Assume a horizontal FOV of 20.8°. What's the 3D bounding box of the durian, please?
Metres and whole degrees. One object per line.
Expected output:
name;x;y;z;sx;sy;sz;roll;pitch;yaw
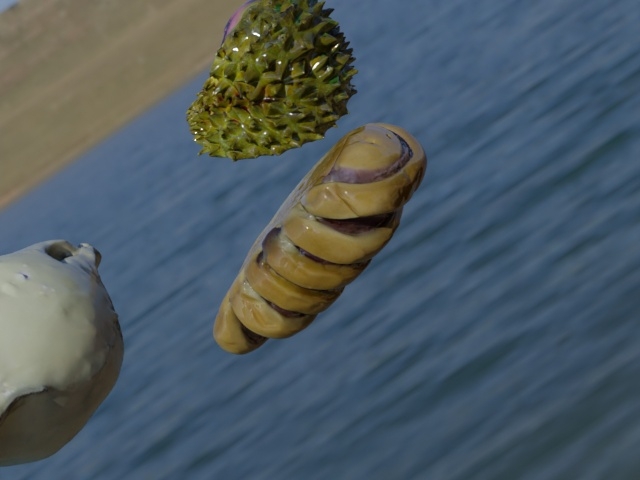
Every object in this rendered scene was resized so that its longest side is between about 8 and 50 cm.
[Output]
durian;-0.036;-0.152;1.507;0.186;0.119;0.108;-43;-30;-21

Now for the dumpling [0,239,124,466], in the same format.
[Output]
dumpling;-0.188;0.084;1.048;0.155;0.111;0.181;-51;-17;29

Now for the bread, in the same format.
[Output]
bread;0.000;0.000;1.397;0.225;0.081;0.134;-50;7;41
